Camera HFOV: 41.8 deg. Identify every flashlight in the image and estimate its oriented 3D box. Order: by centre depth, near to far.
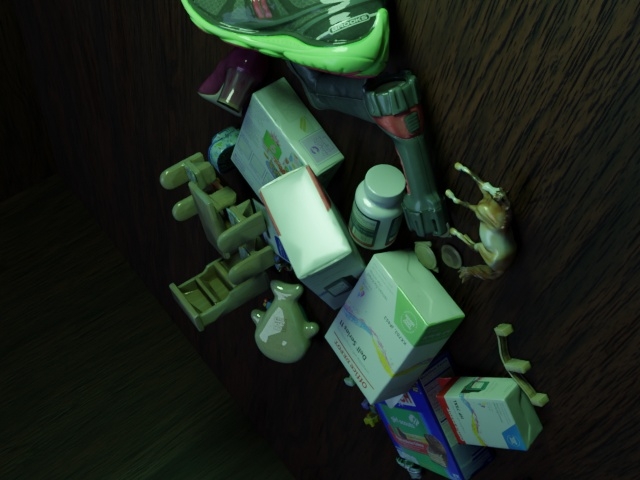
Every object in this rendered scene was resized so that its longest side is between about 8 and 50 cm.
[{"bbox_3d":[0.161,-0.156,1.542,0.103,0.103,0.304,-5,123,22],"label":"flashlight"}]

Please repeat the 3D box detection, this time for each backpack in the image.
[{"bbox_3d":[-0.241,-0.236,2.202,0.084,0.114,0.105,43,153,29],"label":"backpack"}]

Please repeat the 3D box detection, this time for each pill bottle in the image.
[{"bbox_3d":[0.121,-0.071,1.719,0.108,0.108,0.180,47,154,21],"label":"pill bottle"}]

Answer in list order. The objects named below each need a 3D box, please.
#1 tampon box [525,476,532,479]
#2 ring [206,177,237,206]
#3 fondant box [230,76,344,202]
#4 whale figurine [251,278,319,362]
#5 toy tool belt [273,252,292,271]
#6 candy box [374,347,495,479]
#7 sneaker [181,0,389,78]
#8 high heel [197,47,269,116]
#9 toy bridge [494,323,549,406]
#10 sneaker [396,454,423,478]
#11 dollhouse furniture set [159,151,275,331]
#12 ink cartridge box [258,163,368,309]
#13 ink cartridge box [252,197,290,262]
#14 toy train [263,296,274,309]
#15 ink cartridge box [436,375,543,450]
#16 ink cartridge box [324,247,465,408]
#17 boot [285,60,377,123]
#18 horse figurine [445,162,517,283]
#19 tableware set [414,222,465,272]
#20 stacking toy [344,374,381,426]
[{"bbox_3d":[0.453,0.646,1.898,0.120,0.161,0.101,44,153,29],"label":"tampon box"},{"bbox_3d":[-0.302,-0.073,2.627,0.336,0.032,0.337,44,154,28],"label":"ring"},{"bbox_3d":[-0.087,-0.194,1.984,0.238,0.096,0.330,54,157,8],"label":"fondant box"},{"bbox_3d":[-0.099,0.231,2.509,0.216,0.141,0.272,11,116,15],"label":"whale figurine"},{"bbox_3d":[-0.119,0.061,2.412,0.052,0.051,0.083,24,140,52],"label":"toy tool belt"},{"bbox_3d":[0.248,0.406,2.043,0.268,0.122,0.317,3,121,60],"label":"candy box"},{"bbox_3d":[-0.060,-0.435,1.535,0.482,0.185,0.202,23,104,31],"label":"sneaker"},{"bbox_3d":[-0.192,-0.397,1.995,0.127,0.181,0.377,26,-177,-21],"label":"high heel"},{"bbox_3d":[0.397,0.252,1.687,0.188,0.026,0.063,62,158,-10],"label":"toy bridge"},{"bbox_3d":[0.262,0.669,2.446,0.098,0.038,0.069,23,139,53],"label":"sneaker"},{"bbox_3d":[-0.325,0.024,2.398,0.362,0.256,0.394,43,156,40],"label":"dollhouse furniture set"},{"bbox_3d":[0.000,0.000,1.829,0.226,0.131,0.306,63,-174,20],"label":"ink cartridge box"},{"bbox_3d":[-0.035,0.013,2.176,0.371,0.069,0.176,31,146,42],"label":"ink cartridge box"},{"bbox_3d":[-0.119,0.246,2.657,0.125,0.046,0.166,16,134,47],"label":"toy train"},{"bbox_3d":[0.344,0.368,1.804,0.231,0.078,0.134,-9,112,48],"label":"ink cartridge box"},{"bbox_3d":[0.139,0.212,1.841,0.207,0.119,0.354,54,135,29],"label":"ink cartridge box"},{"bbox_3d":[0.029,-0.317,1.633,0.190,0.076,0.208,56,166,-31],"label":"boot"},{"bbox_3d":[0.296,-0.019,1.501,0.174,0.066,0.263,40,149,47],"label":"horse figurine"},{"bbox_3d":[0.229,-0.004,1.702,0.141,0.020,0.169,15,132,54],"label":"tableware set"},{"bbox_3d":[0.170,0.467,2.369,0.221,0.052,0.167,9,129,57],"label":"stacking toy"}]
